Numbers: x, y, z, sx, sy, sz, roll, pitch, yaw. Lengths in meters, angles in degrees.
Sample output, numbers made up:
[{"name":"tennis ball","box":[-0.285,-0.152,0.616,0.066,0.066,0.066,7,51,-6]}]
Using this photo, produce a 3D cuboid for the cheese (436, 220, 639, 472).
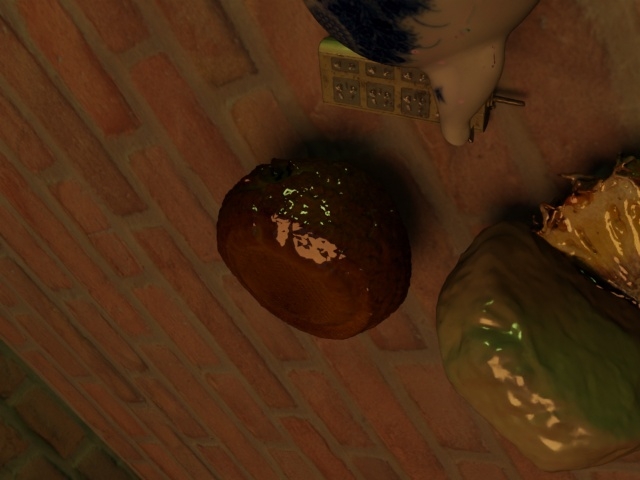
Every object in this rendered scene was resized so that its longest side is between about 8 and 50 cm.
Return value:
[{"name":"cheese","box":[0.299,0.124,0.862,0.327,0.317,0.115,11,142,-27]}]

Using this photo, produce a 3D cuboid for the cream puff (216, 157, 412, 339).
[{"name":"cream puff","box":[0.000,0.000,0.996,0.303,0.212,0.303,22,148,15]}]

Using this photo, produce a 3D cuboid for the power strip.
[{"name":"power strip","box":[0.119,-0.191,0.857,0.268,0.034,0.092,15,136,20]}]

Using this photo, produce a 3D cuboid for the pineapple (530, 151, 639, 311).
[{"name":"pineapple","box":[0.369,-0.012,0.797,0.236,0.115,0.186,-16,94,49]}]

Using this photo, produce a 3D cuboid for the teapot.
[{"name":"teapot","box":[0.083,-0.288,0.650,0.423,0.252,0.280,68,169,-10]}]
